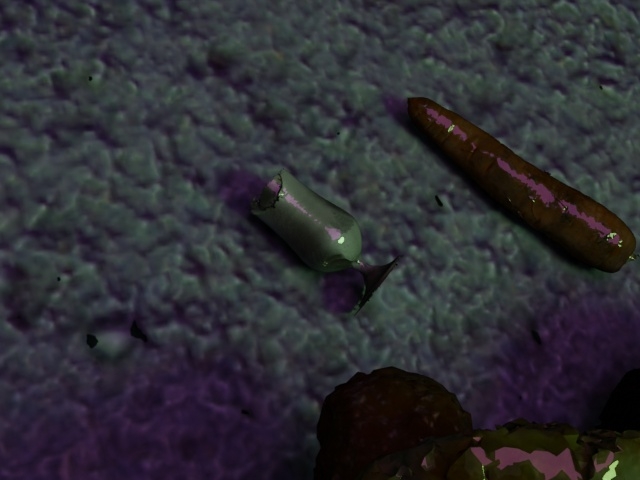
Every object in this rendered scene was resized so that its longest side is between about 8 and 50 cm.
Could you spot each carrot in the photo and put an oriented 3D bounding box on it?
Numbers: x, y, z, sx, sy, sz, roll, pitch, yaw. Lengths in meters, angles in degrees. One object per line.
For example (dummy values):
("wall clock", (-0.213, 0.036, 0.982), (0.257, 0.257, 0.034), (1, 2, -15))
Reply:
("carrot", (0.116, -0.033, 0.685), (0.165, 0.035, 0.035), (34, 59, -3))

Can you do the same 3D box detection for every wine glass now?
("wine glass", (0.000, 0.000, 0.621), (0.083, 0.042, 0.039), (38, 21, 0))

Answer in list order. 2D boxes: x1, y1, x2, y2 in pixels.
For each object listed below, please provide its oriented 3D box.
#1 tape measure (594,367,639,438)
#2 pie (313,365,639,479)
("tape measure", (0.250, 0.141, 0.609), (0.223, 0.135, 0.202), (42, 69, 2))
("pie", (0.144, 0.259, 0.415), (0.418, 0.180, 0.395), (18, 72, 9))
